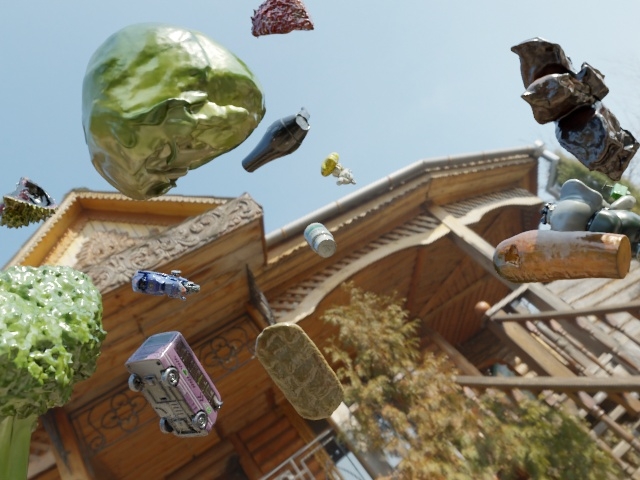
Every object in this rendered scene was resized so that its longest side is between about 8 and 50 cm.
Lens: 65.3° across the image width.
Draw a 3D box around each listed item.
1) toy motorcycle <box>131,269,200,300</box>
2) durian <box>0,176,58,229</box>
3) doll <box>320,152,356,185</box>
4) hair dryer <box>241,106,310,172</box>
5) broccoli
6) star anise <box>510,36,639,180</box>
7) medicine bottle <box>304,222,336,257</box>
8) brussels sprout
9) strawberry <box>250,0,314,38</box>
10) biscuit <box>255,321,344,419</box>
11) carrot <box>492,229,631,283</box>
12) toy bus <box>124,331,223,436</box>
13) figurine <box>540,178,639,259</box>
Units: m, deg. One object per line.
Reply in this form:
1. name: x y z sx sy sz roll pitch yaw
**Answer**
1. toy motorcycle: -0.434 0.119 1.359 0.114 0.205 0.076 -2 -79 -75
2. durian: -0.736 -0.073 1.245 0.119 0.186 0.108 38 -84 -28
3. doll: 0.051 -0.190 1.429 0.113 0.135 0.071 26 -62 -21
4. hair dryer: -0.090 -0.298 1.379 0.235 0.091 0.271 -30 16 37
5. broccoli: -0.337 0.155 0.497 0.186 0.254 0.302 24 -78 -21
6. star anise: 0.374 -0.196 0.726 0.220 0.214 0.099 19 -45 -36
7. medicine bottle: 0.000 0.000 1.636 0.080 0.130 0.080 -7 -66 -17
8. brussels sprout: -0.300 -0.258 0.984 0.371 0.315 0.276 -50 -5 -35
9. strawberry: -0.087 -0.497 1.104 0.140 0.192 0.085 -6 -66 0
10. biscuit: -0.025 0.166 0.630 0.071 0.018 0.147 -32 -77 7
11. carrot: 0.360 0.022 0.757 0.087 0.193 0.087 9 -104 -38
12. toy bus: -0.241 0.246 0.849 0.087 0.098 0.178 -13 -65 22
13. figurine: 0.461 -0.025 0.844 0.126 0.192 0.147 -1 -71 -35
